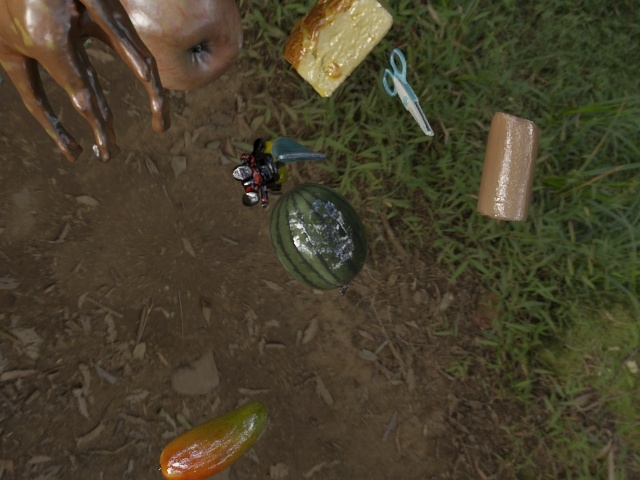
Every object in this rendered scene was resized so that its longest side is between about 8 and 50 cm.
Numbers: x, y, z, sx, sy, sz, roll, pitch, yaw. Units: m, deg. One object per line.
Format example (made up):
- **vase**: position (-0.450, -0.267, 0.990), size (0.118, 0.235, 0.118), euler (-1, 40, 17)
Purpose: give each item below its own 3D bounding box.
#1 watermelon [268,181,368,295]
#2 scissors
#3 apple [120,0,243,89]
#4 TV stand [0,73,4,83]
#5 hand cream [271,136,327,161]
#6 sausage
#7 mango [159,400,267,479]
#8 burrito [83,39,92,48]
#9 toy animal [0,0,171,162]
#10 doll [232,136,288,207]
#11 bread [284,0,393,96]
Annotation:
- **watermelon**: position (0.000, 0.000, 1.681), size (0.279, 0.279, 0.359), euler (-41, 108, -11)
- **scissors**: position (0.102, -0.166, 0.646), size (0.014, 0.058, 0.119), euler (-12, 63, -20)
- **apple**: position (-0.344, -0.527, 1.367), size (0.269, 0.345, 0.345), euler (32, 80, 20)
- **TV stand**: position (-0.472, -0.295, 0.628), size (0.082, 0.269, 0.088), euler (-32, 58, -19)
- **hand cream**: position (-0.049, -0.155, 0.986), size (0.083, 0.224, 0.048), euler (-1, 103, -11)
- **sausage**: position (0.457, -0.178, 1.349), size (0.123, 0.123, 0.253), euler (5, 97, -14)
- **mango**: position (-0.260, 0.506, 1.390), size (0.289, 0.146, 0.129), euler (-31, 79, -7)
- **burrito**: position (-0.731, -0.538, 1.505), size (0.226, 0.087, 0.060), euler (-2, 57, -45)
- **toy animal**: position (-0.220, -0.162, 0.383), size (0.066, 0.224, 0.230), euler (-47, 125, -34)
- **doll**: position (-0.126, -0.155, 1.251), size (0.088, 0.249, 0.127), euler (12, 110, 7)
- **bread**: position (0.030, -0.379, 0.983), size (0.114, 0.275, 0.185), euler (36, 116, -20)
